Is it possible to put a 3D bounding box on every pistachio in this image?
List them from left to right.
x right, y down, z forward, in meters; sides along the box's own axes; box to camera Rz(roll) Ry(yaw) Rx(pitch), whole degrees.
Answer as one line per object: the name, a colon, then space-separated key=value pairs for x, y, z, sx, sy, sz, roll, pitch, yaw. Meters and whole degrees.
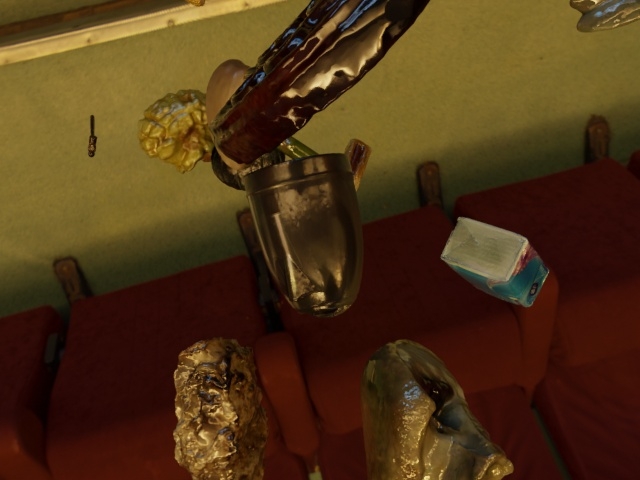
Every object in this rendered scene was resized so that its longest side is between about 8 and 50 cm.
pistachio: x=-0.166 y=-0.256 z=1.176 sx=0.136 sy=0.136 sz=0.225 roll=-3 pitch=104 yaw=-10

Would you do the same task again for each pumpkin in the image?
pumpkin: x=-0.214 y=-0.243 z=1.688 sx=0.221 sy=0.220 sz=0.161 roll=-3 pitch=120 yaw=-10

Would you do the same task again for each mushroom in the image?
mushroom: x=0.120 y=0.296 z=0.848 sx=0.212 sy=0.292 sz=0.217 roll=36 pitch=99 yaw=-28

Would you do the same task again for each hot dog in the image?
hot dog: x=0.099 y=-0.232 z=1.745 sx=0.084 sy=0.242 sz=0.073 roll=24 pitch=141 yaw=-1

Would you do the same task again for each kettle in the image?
kettle: x=0.000 y=0.000 z=1.224 sx=0.229 sy=0.321 sz=0.324 roll=-12 pitch=90 yaw=25

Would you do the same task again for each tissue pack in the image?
tissue pack: x=0.473 y=0.064 z=1.536 sx=0.263 sy=0.198 sz=0.146 roll=31 pitch=84 yaw=-53

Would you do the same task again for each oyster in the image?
oyster: x=-0.147 y=0.353 z=1.018 sx=0.204 sy=0.111 sz=0.395 roll=-13 pitch=101 yaw=-52

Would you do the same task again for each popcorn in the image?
popcorn: x=-0.415 y=-0.337 z=1.738 sx=0.270 sy=0.224 sz=0.257 roll=18 pitch=92 yaw=-46

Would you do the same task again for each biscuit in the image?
biscuit: x=0.001 y=-0.272 z=0.769 sx=0.407 sy=0.407 sz=0.091 roll=-42 pitch=110 yaw=11

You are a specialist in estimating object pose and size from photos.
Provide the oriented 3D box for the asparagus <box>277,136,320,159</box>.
asparagus: x=-0.038 y=-0.233 z=1.600 sx=0.278 sy=0.067 sz=0.060 roll=34 pitch=71 yaw=-7

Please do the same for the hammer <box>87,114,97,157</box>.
hammer: x=-0.640 y=-0.308 z=1.605 sx=0.021 sy=0.178 sz=0.065 roll=5 pitch=131 yaw=-24

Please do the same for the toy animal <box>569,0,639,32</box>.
toy animal: x=0.373 y=-0.287 z=0.554 sx=0.251 sy=0.127 sz=0.125 roll=-23 pitch=149 yaw=32

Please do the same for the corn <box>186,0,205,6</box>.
corn: x=-0.278 y=-0.522 z=1.198 sx=0.092 sy=0.037 sz=0.037 roll=37 pitch=111 yaw=18
